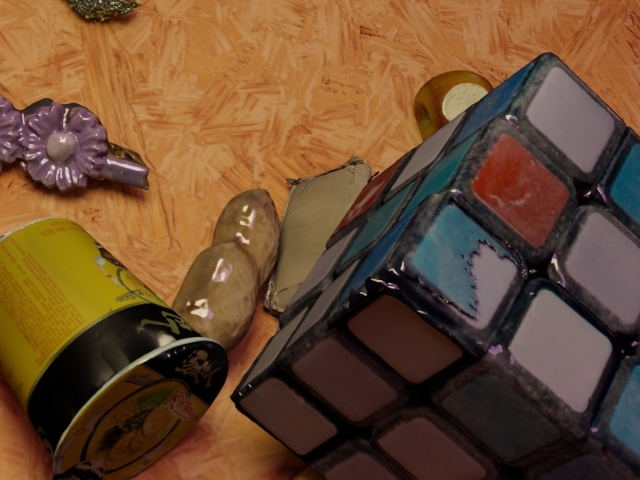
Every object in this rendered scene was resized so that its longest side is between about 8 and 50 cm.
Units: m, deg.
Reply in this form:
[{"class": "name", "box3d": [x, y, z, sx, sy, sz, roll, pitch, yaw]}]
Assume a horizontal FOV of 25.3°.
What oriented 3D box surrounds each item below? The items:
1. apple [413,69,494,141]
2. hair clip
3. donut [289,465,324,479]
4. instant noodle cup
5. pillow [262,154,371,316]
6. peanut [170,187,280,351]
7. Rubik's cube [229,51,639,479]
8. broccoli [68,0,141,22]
[{"class": "apple", "box3d": [0.169, -0.155, 1.781, 0.102, 0.099, 0.114, -2, 84, -8]}, {"class": "hair clip", "box3d": [-0.335, -0.115, 1.639, 0.292, 0.084, 0.106, 11, 99, -5]}, {"class": "donut", "box3d": [0.020, 0.296, 1.480, 0.151, 0.058, 0.152, 7, 59, -11]}, {"class": "instant noodle cup", "box3d": [-0.243, 0.106, 1.461, 0.215, 0.215, 0.236, -29, 60, -28]}, {"class": "pillow", "box3d": [0.000, 0.000, 1.642, 0.119, 0.053, 0.208, -9, 53, 25]}, {"class": "peanut", "box3d": [-0.100, 0.036, 1.583, 0.085, 0.104, 0.228, 12, 48, 15]}, {"class": "Rubik's cube", "box3d": [0.184, 0.089, 1.416, 0.363, 0.362, 0.359, 38, 50, -7]}, {"class": "broccoli", "box3d": [-0.281, -0.315, 1.792, 0.092, 0.097, 0.095, -1, 74, -65]}]
